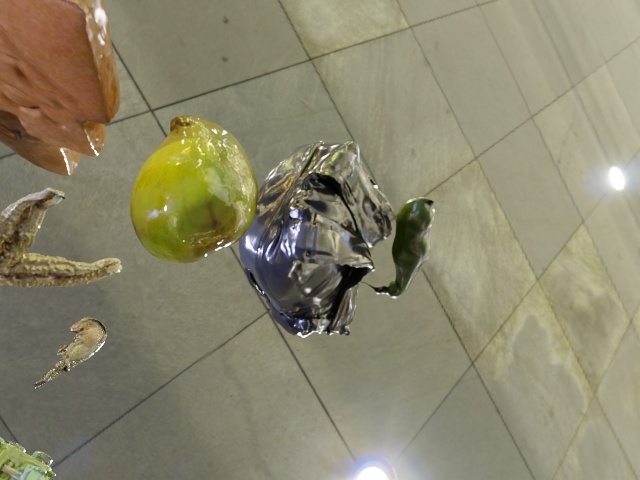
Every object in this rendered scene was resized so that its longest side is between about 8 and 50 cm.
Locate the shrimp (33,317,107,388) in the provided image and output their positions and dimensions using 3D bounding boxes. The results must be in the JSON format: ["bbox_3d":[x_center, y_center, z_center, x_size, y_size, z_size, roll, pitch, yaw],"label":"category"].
[{"bbox_3d":[-0.782,0.338,1.455,0.262,0.066,0.117,-41,106,-53],"label":"shrimp"}]

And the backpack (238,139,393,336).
[{"bbox_3d":[0.000,0.000,0.896,0.255,0.445,0.363,19,78,16],"label":"backpack"}]

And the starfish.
[{"bbox_3d":[-0.631,0.014,0.948,0.432,0.324,0.082,-12,52,-29],"label":"starfish"}]

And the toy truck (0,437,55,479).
[{"bbox_3d":[-0.679,0.451,0.974,0.259,0.135,0.128,42,37,-18],"label":"toy truck"}]

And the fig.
[{"bbox_3d":[-0.129,-0.047,0.497,0.121,0.136,0.153,46,42,-51],"label":"fig"}]

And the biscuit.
[{"bbox_3d":[-0.274,-0.151,0.378,0.284,0.306,0.043,51,53,-43],"label":"biscuit"}]

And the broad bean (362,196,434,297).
[{"bbox_3d":[0.157,0.028,0.913,0.098,0.318,0.056,24,51,2],"label":"broad bean"}]
